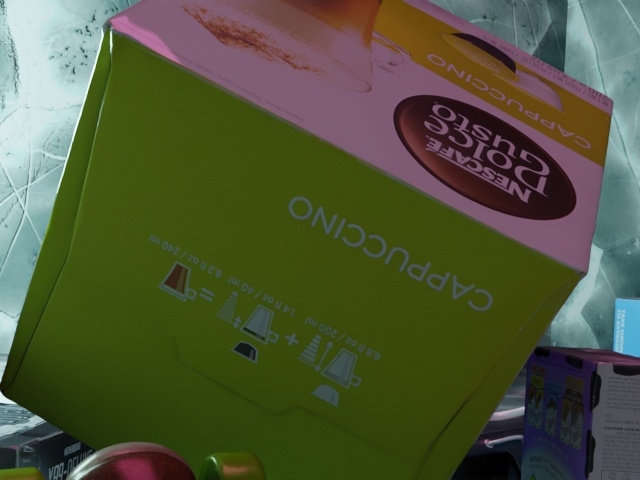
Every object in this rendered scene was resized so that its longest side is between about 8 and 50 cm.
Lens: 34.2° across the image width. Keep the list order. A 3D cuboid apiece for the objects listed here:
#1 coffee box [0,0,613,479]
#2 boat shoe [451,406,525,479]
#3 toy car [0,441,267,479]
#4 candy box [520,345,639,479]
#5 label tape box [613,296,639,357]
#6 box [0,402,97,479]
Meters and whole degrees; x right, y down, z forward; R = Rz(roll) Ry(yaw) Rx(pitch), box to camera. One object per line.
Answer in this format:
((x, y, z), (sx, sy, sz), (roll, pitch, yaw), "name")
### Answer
((0.000, 0.000, 0.841), (0.337, 0.338, 0.334), (28, 31, 4), "coffee box")
((0.202, 0.252, 1.209), (0.302, 0.091, 0.114), (3, -45, -14), "boat shoe")
((-0.091, 0.215, 0.550), (0.155, 0.149, 0.188), (0, 28, -25), "toy car")
((0.201, 0.182, 0.767), (0.070, 0.196, 0.165), (4, -1, -4), "candy box")
((0.379, 0.180, 1.098), (0.333, 0.241, 0.105), (5, -2, -42), "label tape box")
((-0.403, 0.216, 1.073), (0.307, 0.077, 0.242), (3, -1, 10), "box")
